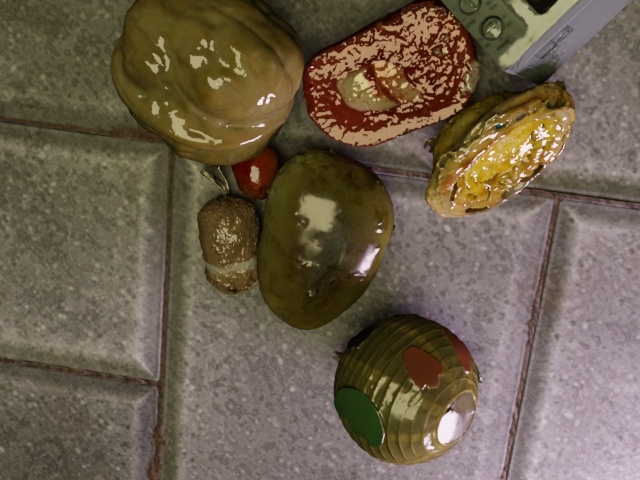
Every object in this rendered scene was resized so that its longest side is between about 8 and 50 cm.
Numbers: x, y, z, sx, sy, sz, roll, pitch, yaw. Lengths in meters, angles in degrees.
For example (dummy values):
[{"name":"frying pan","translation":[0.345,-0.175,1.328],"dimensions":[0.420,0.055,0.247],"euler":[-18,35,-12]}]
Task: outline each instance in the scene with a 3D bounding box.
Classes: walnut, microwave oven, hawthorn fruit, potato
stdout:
[{"name":"walnut","translation":[-0.166,-0.255,1.555],"dimensions":[0.277,0.253,0.282],"euler":[33,124,5]},{"name":"microwave oven","translation":[0.332,-0.387,1.445],"dimensions":[0.295,0.237,0.181],"euler":[-44,75,20]},{"name":"hawthorn fruit","translation":[-0.103,-0.107,1.697],"dimensions":[0.081,0.081,0.093],"euler":[-11,88,13]},{"name":"potato","translation":[0.000,0.000,1.675],"dimensions":[0.210,0.173,0.307],"euler":[13,114,-13]}]

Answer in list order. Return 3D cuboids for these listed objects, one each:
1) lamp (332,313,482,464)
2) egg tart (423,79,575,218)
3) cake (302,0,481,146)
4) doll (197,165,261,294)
[{"name":"lamp","translation":[0.126,0.237,1.730],"dimensions":[0.284,0.250,0.250],"euler":[23,119,43]},{"name":"egg tart","translation":[0.252,-0.145,1.563],"dimensions":[0.291,0.291,0.107],"euler":[-44,65,20]},{"name":"cake","translation":[0.112,-0.248,1.580],"dimensions":[0.283,0.151,0.177],"euler":[-25,101,12]},{"name":"doll","translation":[-0.150,-0.017,1.735],"dimensions":[0.105,0.115,0.221],"euler":[-1,102,9]}]
